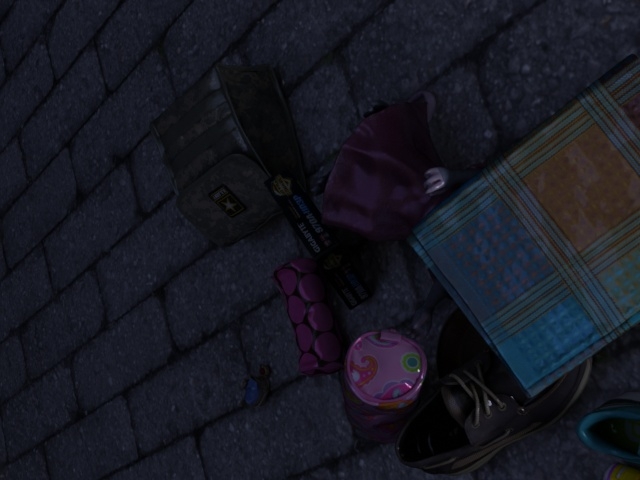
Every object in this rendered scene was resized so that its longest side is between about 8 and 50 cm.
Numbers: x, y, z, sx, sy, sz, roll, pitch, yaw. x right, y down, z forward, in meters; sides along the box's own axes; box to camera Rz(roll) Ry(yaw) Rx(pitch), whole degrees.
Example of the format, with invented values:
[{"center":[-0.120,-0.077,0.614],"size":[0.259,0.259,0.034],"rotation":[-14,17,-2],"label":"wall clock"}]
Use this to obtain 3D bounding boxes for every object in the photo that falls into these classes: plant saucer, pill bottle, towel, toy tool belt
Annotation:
[{"center":[0.256,0.183,1.443],"size":[0.199,0.036,0.198],"rotation":[2,93,48],"label":"plant saucer"},{"center":[0.412,0.320,1.262],"size":[0.083,0.043,0.043],"rotation":[14,102,48],"label":"pill bottle"},{"center":[0.320,-0.013,1.214],"size":[0.370,0.040,0.271],"rotation":[-40,79,18],"label":"towel"},{"center":[-0.127,0.281,1.877],"size":[0.052,0.051,0.083],"rotation":[32,115,44],"label":"toy tool belt"}]

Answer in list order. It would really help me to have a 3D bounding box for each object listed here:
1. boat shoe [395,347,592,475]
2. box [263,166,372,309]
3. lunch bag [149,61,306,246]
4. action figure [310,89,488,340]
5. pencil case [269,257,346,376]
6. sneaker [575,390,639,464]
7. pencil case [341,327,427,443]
[{"center":[0.231,0.227,1.346],"size":[0.355,0.130,0.132],"rotation":[-54,54,35],"label":"boat shoe"},{"center":[0.000,0.000,1.610],"size":[0.051,0.220,0.175],"rotation":[-34,60,1],"label":"box"},{"center":[-0.165,-0.149,1.821],"size":[0.235,0.169,0.286],"rotation":[-31,76,42],"label":"lunch bag"},{"center":[0.181,-0.031,1.442],"size":[0.370,0.276,0.248],"rotation":[35,124,21],"label":"action figure"},{"center":[-0.021,0.138,1.721],"size":[0.098,0.095,0.209],"rotation":[-21,74,18],"label":"pencil case"},{"center":[0.438,0.253,1.179],"size":[0.275,0.110,0.107],"rotation":[2,93,48],"label":"sneaker"},{"center":[0.095,0.223,1.471],"size":[0.284,0.124,0.124],"rotation":[80,169,-68],"label":"pencil case"}]
